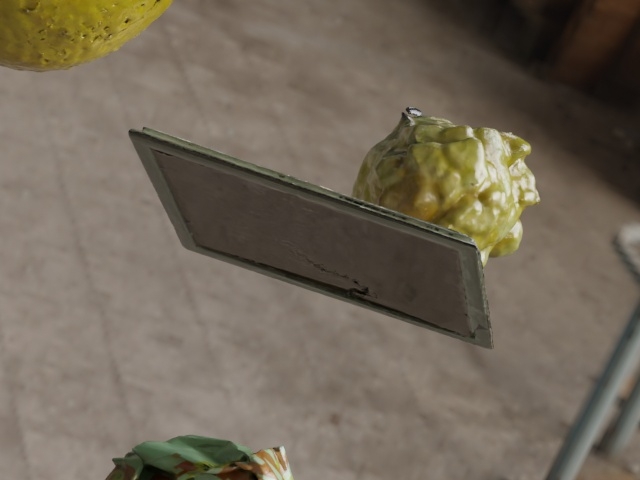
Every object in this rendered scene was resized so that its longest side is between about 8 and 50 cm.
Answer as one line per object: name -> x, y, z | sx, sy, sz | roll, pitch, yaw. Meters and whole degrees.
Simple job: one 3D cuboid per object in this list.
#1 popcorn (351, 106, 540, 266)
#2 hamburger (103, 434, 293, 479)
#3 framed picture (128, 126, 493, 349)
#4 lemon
popcorn -> 0.146, -0.053, 2.388 | 0.252, 0.215, 0.286 | -24, 15, -3
hamburger -> -0.109, 0.256, 1.409 | 0.125, 0.235, 0.214 | 54, 11, -69
framed picture -> 0.000, 0.000, 1.444 | 0.273, 0.016, 0.216 | 19, -20, 14
lemon -> -0.219, -0.279, 1.596 | 0.310, 0.258, 0.258 | -34, 53, -23
